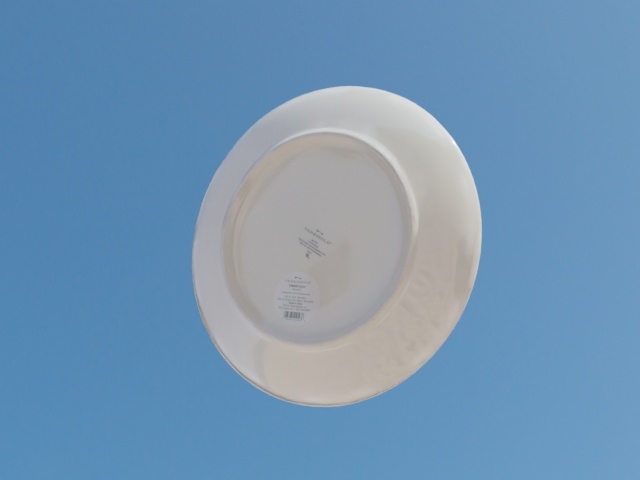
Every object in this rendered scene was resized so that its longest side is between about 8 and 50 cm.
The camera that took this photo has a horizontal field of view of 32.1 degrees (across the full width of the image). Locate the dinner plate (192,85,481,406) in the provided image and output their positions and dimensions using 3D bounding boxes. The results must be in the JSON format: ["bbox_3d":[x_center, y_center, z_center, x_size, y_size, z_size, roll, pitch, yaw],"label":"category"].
[{"bbox_3d":[0.000,0.000,0.477,0.141,0.141,0.017,-43,-27,17],"label":"dinner plate"}]
